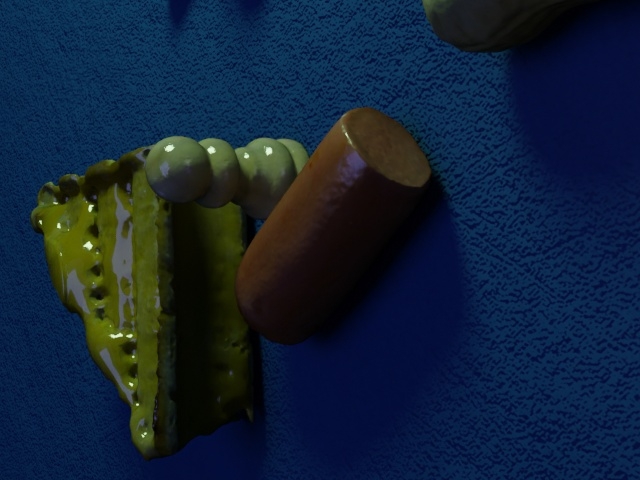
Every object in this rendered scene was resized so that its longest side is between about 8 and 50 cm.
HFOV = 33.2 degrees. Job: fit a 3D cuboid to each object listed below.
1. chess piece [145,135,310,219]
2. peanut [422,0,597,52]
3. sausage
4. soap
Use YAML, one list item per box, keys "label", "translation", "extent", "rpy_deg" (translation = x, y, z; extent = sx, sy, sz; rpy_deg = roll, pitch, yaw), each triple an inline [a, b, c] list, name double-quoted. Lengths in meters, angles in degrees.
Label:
- label: "chess piece"
  translation: [-0.098, -0.069, 1.109]
  extent: [0.094, 0.170, 0.094]
  rpy_deg: [-7, 81, 50]
- label: "peanut"
  translation: [0.190, -0.232, 0.815]
  extent: [0.274, 0.111, 0.125]
  rpy_deg: [-18, 58, 46]
- label: "sausage"
  translation: [0.000, 0.000, 1.032]
  extent: [0.259, 0.113, 0.113]
  rpy_deg: [-54, 49, 33]
- label: "soap"
  translation: [-0.221, 0.082, 1.257]
  extent: [0.304, 0.169, 0.339]
  rpy_deg: [-13, 76, 50]
